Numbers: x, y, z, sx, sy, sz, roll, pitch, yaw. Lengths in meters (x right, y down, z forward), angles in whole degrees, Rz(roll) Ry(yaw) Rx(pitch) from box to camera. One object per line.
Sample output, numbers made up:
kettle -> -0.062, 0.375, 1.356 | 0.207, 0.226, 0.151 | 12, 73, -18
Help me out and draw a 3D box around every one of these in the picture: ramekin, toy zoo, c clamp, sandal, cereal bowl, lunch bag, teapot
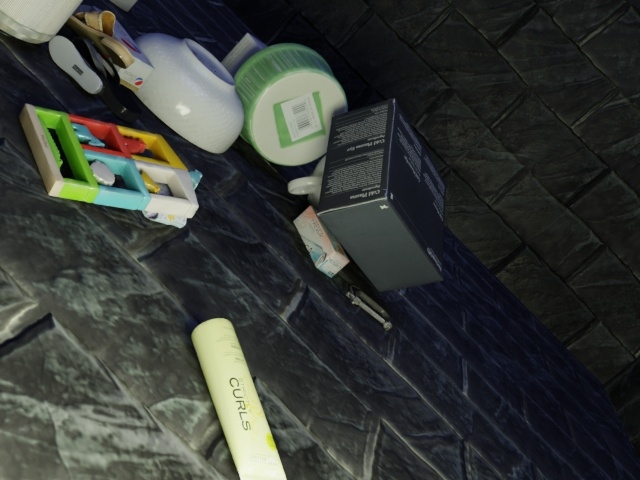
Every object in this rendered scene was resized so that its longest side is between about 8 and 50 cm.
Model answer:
ramekin -> -0.077, -0.342, 2.003 | 0.303, 0.303, 0.148 | 34, 14, -37
toy zoo -> -0.318, -0.122, 1.246 | 0.293, 0.030, 0.192 | 8, 38, -44
c clamp -> 0.115, 0.160, 1.802 | 0.161, 0.022, 0.137 | 38, 12, -22
sandal -> -0.442, -0.346, 1.564 | 0.254, 0.054, 0.097 | 48, 16, 7
cereal bowl -> -0.304, -0.370, 1.829 | 0.339, 0.141, 0.339 | 42, 16, -16
lunch bag -> -0.266, -0.062, 1.311 | 0.071, 0.053, 0.083 | 16, 39, -53
sandal -> -0.450, -0.438, 1.611 | 0.240, 0.079, 0.088 | 35, -19, 28
teapot -> 0.047, -0.130, 2.067 | 0.256, 0.187, 0.252 | 62, 31, -30

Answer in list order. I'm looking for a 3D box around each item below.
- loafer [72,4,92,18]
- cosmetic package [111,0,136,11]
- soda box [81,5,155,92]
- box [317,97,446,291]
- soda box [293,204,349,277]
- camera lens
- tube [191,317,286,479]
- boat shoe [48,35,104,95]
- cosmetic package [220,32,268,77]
loafer -> -0.560, -0.518, 1.745 | 0.125, 0.039, 0.045 | 0, 81, -65
cosmetic package -> -0.577, -0.745, 2.176 | 0.117, 0.085, 0.231 | 35, 17, -35
soda box -> -0.448, -0.418, 1.684 | 0.074, 0.069, 0.216 | 23, 23, -54
box -> 0.160, -0.102, 1.872 | 0.343, 0.179, 0.312 | 50, 36, -42
soda box -> 0.000, 0.000, 1.818 | 0.058, 0.063, 0.183 | 35, 18, -40
camera lens -> -0.515, -0.513, 1.389 | 0.219, 0.274, 0.219 | 41, 16, -15
tube -> -0.109, 0.213, 1.021 | 0.070, 0.062, 0.240 | -10, 50, -21
boat shoe -> -0.471, -0.334, 1.491 | 0.142, 0.049, 0.040 | 49, -3, 7
cosmetic package -> -0.134, -0.405, 2.219 | 0.156, 0.217, 0.385 | 55, 16, 29
